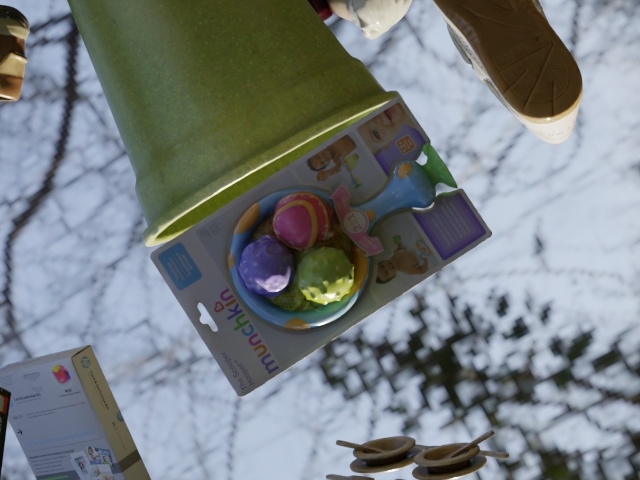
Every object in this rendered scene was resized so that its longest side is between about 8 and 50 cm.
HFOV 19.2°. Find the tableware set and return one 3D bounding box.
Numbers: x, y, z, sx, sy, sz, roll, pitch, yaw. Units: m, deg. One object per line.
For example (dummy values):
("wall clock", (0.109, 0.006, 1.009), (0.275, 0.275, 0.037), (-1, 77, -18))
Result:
("tableware set", (0.109, 0.242, 2.164), (0.128, 0.194, 0.039), (-19, -80, -39))

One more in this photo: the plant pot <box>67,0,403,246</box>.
("plant pot", (-0.103, -0.171, 1.767), (0.254, 0.276, 0.276), (61, -155, 2))

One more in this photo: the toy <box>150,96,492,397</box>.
("toy", (0.000, 0.000, 1.473), (0.137, 0.237, 0.056), (57, 174, 9))

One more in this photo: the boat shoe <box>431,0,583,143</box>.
("boat shoe", (0.162, -0.206, 1.785), (0.096, 0.098, 0.277), (68, 180, -64))

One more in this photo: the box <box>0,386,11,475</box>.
("box", (-0.344, 0.243, 1.597), (0.044, 0.159, 0.233), (33, -129, -44))

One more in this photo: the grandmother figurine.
("grandmother figurine", (-0.065, -0.257, 2.053), (0.208, 0.342, 0.104), (-79, -22, -46))

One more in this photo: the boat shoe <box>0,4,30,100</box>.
("boat shoe", (-0.486, -0.196, 2.113), (0.122, 0.324, 0.120), (167, 100, -83))

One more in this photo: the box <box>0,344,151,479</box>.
("box", (-0.277, 0.217, 2.112), (0.038, 0.145, 0.186), (-36, -74, -48))
